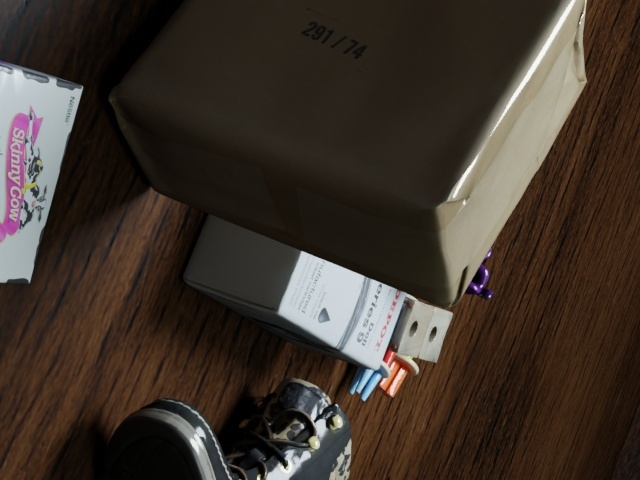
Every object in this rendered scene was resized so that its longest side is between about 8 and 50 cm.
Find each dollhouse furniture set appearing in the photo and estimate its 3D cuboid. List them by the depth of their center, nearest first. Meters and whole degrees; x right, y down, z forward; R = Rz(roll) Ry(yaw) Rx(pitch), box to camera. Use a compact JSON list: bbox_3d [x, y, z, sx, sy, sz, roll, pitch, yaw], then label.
[{"bbox_3d":[0.089,0.033,1.800,0.129,0.129,0.183,20,89,-64],"label":"dollhouse furniture set"}]

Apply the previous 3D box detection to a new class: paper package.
[{"bbox_3d":[0.038,-0.145,1.357,0.309,0.325,0.168,-57,156,-25],"label":"paper package"}]

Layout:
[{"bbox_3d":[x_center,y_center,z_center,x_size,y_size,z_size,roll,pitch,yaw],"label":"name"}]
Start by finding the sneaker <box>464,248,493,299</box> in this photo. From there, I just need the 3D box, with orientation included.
[{"bbox_3d":[0.138,-0.028,1.620,0.083,0.098,0.223,-58,150,-34],"label":"sneaker"}]

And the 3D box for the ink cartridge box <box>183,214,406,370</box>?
[{"bbox_3d":[0.000,0.000,1.616,0.289,0.121,0.211,36,73,-63],"label":"ink cartridge box"}]

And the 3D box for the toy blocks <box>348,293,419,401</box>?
[{"bbox_3d":[0.087,0.158,1.959,0.148,0.054,0.123,-58,150,-26],"label":"toy blocks"}]

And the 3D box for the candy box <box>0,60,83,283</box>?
[{"bbox_3d":[-0.276,-0.057,1.105,0.196,0.070,0.164,6,100,-63],"label":"candy box"}]

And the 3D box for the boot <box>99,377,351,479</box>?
[{"bbox_3d":[-0.085,0.248,1.594,0.284,0.138,0.377,-51,142,-42],"label":"boot"}]
